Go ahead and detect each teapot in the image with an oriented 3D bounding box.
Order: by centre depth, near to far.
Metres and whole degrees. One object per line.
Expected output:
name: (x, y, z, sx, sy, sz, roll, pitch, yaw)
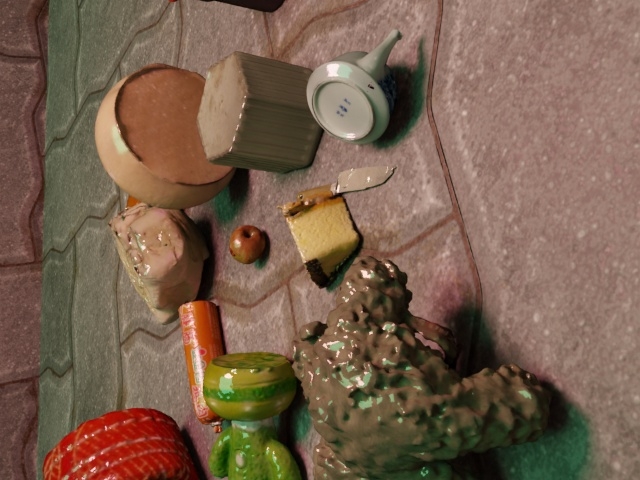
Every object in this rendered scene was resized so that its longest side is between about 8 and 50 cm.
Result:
teapot: (0.068, -0.261, 1.273, 0.232, 0.159, 0.159, 126, 136, -51)

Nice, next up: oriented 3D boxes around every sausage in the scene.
sausage: (-0.267, 0.297, 1.697, 0.093, 0.093, 0.312, -42, 52, 44)

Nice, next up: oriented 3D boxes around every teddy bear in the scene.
teddy bear: (0.093, 0.260, 1.038, 0.357, 0.224, 0.368, 37, 132, 24)

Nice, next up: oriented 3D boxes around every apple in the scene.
apple: (-0.162, 0.010, 1.599, 0.071, 0.084, 0.084, 110, 147, -48)

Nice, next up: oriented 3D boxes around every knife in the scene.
knife: (0.041, -0.109, 1.379, 0.298, 0.017, 0.047, -8, 72, 55)

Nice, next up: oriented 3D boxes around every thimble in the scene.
thimble: (-0.474, 0.582, 1.745, 0.230, 0.350, 0.350, 55, 128, 43)

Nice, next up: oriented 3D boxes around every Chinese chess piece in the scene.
Chinese chess piece: (-0.346, -0.238, 1.677, 0.140, 0.338, 0.338, -33, 58, 50)

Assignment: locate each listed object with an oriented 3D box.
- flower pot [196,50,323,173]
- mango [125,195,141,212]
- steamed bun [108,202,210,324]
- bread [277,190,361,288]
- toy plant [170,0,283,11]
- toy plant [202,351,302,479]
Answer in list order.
flower pot: (-0.126, -0.256, 1.491, 0.239, 0.189, 0.209, -5, 82, 55)
mango: (-0.465, -0.039, 2.001, 0.175, 0.139, 0.255, -140, 53, -66)
steamed bun: (-0.386, 0.036, 1.831, 0.268, 0.207, 0.280, 47, 154, 38)
bread: (0.000, 0.000, 1.384, 0.152, 0.127, 0.147, 86, 164, -56)
toy plant: (-0.258, -0.627, 1.555, 0.185, 0.400, 0.280, 20, 101, 53)
toy plant: (-0.139, 0.390, 1.438, 0.224, 0.184, 0.316, -1, 93, 34)
